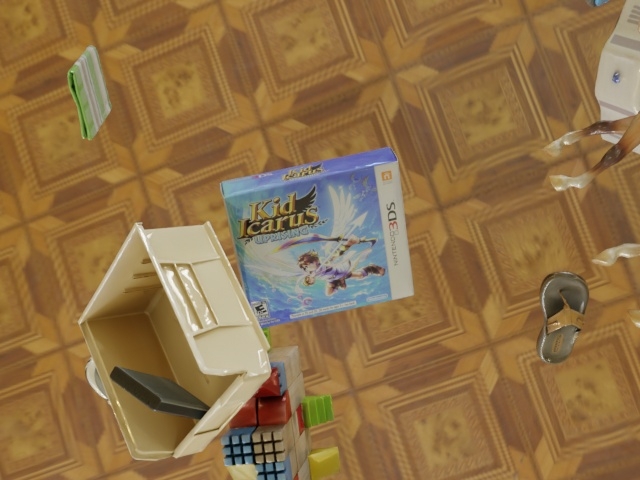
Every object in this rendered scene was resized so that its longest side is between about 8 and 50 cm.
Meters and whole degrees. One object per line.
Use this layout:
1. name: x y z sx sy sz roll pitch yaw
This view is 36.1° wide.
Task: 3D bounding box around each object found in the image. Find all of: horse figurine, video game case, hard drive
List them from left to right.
1. hard drive: -0.221 0.215 1.370 0.094 0.135 0.022 29 89 29
2. video game case: 0.000 0.000 1.525 0.270 0.061 0.244 -12 119 -4
3. horse figurine: 0.263 -0.050 0.707 0.174 0.066 0.263 -34 48 22

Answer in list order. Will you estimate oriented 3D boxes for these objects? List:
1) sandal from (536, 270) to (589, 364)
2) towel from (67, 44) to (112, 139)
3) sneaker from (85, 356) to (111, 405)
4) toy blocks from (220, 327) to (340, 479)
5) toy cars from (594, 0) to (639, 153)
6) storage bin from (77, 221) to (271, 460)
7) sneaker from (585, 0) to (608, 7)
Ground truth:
1. sandal: 0.432 0.148 1.757 0.090 0.060 0.219 1 126 -3
2. towel: -0.356 -0.228 1.502 0.023 0.152 0.113 -9 114 4
3. sneaker: -0.266 0.255 1.597 0.132 0.086 0.228 -29 116 29
4. toy blocks: -0.087 0.347 1.668 0.191 0.261 0.381 -7 93 9
5. toy cars: 0.388 -0.231 1.013 0.087 0.393 0.176 -8 66 -27
6. storage bin: -0.215 0.150 1.423 0.262 0.123 0.260 -51 58 41
7. sneaker: 0.415 -0.458 1.273 0.140 0.125 0.341 43 68 4
